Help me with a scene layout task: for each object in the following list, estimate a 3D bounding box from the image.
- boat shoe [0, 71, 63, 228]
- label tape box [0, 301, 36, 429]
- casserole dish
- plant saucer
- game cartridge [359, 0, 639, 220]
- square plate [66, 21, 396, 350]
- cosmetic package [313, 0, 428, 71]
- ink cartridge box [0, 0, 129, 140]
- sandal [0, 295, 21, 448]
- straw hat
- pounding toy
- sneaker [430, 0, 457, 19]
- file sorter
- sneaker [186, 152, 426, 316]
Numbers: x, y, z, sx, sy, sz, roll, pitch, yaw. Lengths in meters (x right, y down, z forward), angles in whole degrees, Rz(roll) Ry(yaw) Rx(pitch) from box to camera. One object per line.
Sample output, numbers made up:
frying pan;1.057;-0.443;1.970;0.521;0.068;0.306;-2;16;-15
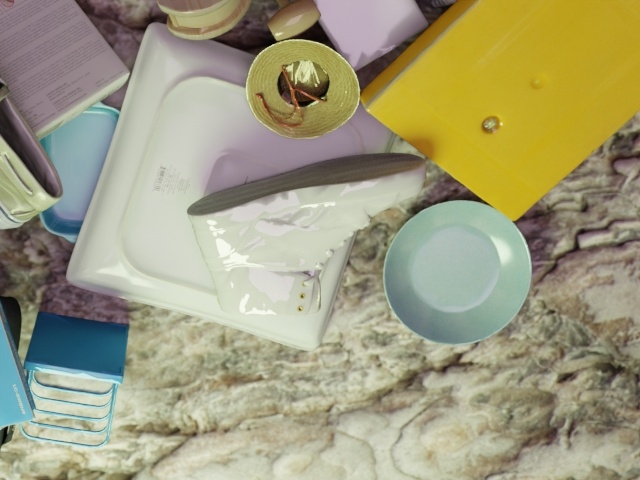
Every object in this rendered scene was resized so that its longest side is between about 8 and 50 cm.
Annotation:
boat shoe;-0.387;-0.156;1.702;0.094;0.109;0.302;-21;111;21
label tape box;-0.439;0.112;1.796;0.334;0.106;0.240;-16;92;38
casserole dish;-0.294;-0.090;1.908;0.114;0.037;0.188;0;105;-6
plant saucer;0.175;0.039;1.984;0.195;0.037;0.195;-1;105;-4
game cartridge;0.254;-0.203;1.834;0.324;0.052;0.285;-43;125;18
square plate;-0.102;-0.056;1.909;0.344;0.049;0.347;17;100;-17
cosmetic package;0.022;-0.332;1.852;0.117;0.085;0.231;-30;107;3
ink cartridge box;-0.361;-0.236;1.814;0.181;0.056;0.224;-39;89;-35
sandal;-0.406;0.197;1.947;0.054;0.097;0.254;5;106;-34
straw hat;-0.019;-0.196;1.836;0.144;0.061;0.144;6;129;8
pounding toy;-0.135;-0.316;1.811;0.154;0.155;0.269;-36;74;-6
sneaker;0.182;-0.322;1.863;0.118;0.110;0.292;-38;107;-7
file sorter;-0.308;0.173;1.907;0.118;0.170;0.104;10;107;-8
sneaker;0.000;0.000;1.871;0.293;0.108;0.169;-14;109;2
